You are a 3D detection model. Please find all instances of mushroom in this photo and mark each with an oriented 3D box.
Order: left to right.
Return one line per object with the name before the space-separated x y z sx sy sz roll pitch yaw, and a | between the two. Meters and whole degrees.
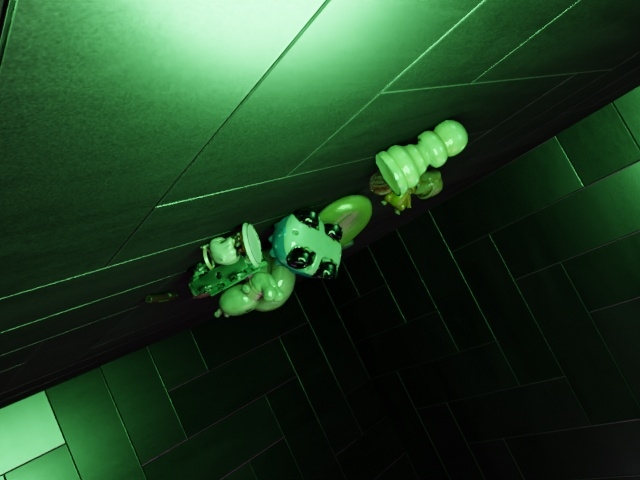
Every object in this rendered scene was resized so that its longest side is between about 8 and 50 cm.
mushroom | -0.220 0.132 1.958 0.243 0.244 0.243 -26 173 -3

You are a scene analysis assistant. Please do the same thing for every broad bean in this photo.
broad bean | 0.064 -0.055 1.859 0.263 0.121 0.189 -31 138 16

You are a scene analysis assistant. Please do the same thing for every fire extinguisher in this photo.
fire extinguisher | -0.564 0.202 1.923 0.049 0.035 0.173 -32 169 16

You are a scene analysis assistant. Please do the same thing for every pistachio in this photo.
pistachio | 0.409 -0.219 2.113 0.113 0.113 0.149 -21 -173 -34

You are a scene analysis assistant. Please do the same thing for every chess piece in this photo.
chess piece | 0.281 -0.232 1.451 0.243 0.133 0.133 -30 173 -2

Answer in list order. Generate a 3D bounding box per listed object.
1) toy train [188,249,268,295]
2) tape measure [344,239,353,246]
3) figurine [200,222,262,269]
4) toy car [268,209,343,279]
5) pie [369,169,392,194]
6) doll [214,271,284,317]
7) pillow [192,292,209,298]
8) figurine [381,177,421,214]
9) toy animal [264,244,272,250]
toy train | -0.305 0.091 1.752 0.269 0.115 0.154 -29 -179 24
tape measure | -0.001 0.002 2.074 0.262 0.138 0.259 -28 174 12
figurine | -0.251 0.032 1.504 0.153 0.132 0.132 -15 175 8
toy car | -0.053 0.020 1.713 0.190 0.189 0.255 -11 155 42
pie | 0.210 -0.187 1.573 0.154 0.036 0.154 -27 -151 16
doll | -0.246 0.181 1.817 0.275 0.113 0.154 -23 168 30
pillow | -0.454 0.198 2.267 0.126 0.043 0.232 -16 171 -33
figurine | 0.321 -0.194 2.062 0.176 0.121 0.122 -46 -171 44
toy animal | -0.234 0.069 2.112 0.216 0.041 0.075 -34 165 22
